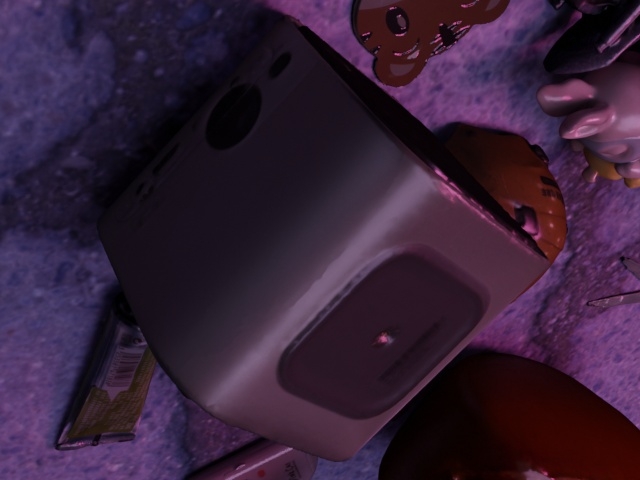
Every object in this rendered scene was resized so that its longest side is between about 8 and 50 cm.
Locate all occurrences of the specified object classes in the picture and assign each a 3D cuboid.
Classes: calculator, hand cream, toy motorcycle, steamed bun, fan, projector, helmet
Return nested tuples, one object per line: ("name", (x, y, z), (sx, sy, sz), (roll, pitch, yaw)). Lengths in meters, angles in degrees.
("calculator", (-0.085, 0.287, 1.236), (0.175, 0.032, 0.100), (-26, 137, -9))
("hand cream", (-0.200, 0.132, 1.019), (0.086, 0.055, 0.235), (0, 135, -28))
("toy motorcycle", (0.349, -0.255, 0.961), (0.307, 0.108, 0.173), (-21, 141, -11))
("steamed bun", (0.238, 0.274, 1.264), (0.379, 0.248, 0.235), (18, 114, -41))
("fan", (0.078, -0.234, 0.880), (0.152, 0.008, 0.226), (-37, 139, 4))
("projector", (0.000, 0.000, 0.866), (0.249, 0.248, 0.248), (-46, 136, 13))
("helmet", (0.171, -0.004, 1.060), (0.198, 0.130, 0.224), (-47, 137, 18))

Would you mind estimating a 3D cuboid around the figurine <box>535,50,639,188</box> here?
("figurine", (0.306, -0.125, 1.039), (0.235, 0.127, 0.155), (-17, 166, -19))

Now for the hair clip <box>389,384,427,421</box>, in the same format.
("hair clip", (0.068, 0.168, 1.216), (0.146, 0.056, 0.187), (-13, 142, -23))

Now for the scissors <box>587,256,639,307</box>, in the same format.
("scissors", (0.464, 0.069, 1.390), (0.248, 0.017, 0.144), (8, 123, -35))
